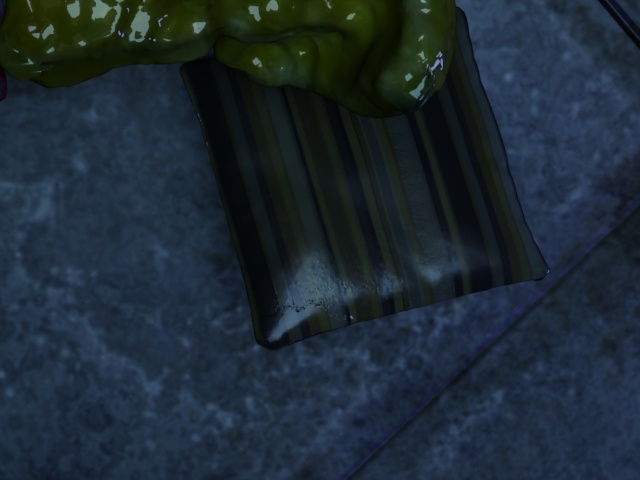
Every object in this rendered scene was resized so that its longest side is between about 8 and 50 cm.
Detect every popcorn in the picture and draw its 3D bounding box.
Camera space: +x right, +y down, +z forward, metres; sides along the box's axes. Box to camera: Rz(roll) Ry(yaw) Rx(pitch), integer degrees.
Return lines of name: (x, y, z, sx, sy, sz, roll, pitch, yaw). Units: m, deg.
popcorn: (-0.023, -0.209, 0.989, 0.326, 0.290, 0.321, 47, 108, 9)

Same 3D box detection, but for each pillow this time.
pillow: (0.031, -0.047, 1.115, 0.212, 0.052, 0.208, -14, 78, -11)

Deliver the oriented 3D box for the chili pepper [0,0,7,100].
chili pepper: (-0.348, -0.160, 0.998, 0.305, 0.229, 0.251, -23, 106, 6)
